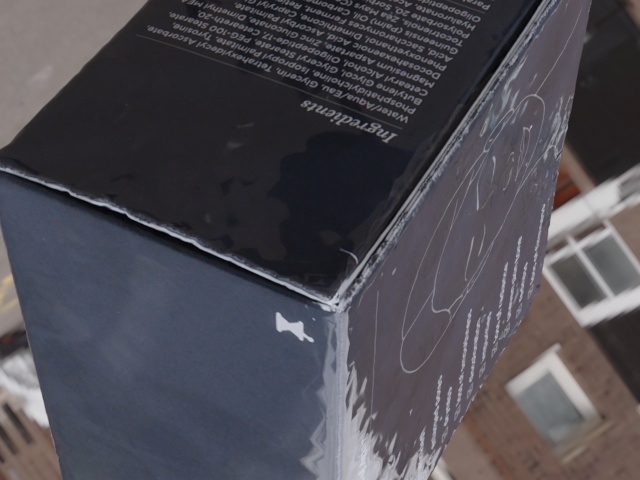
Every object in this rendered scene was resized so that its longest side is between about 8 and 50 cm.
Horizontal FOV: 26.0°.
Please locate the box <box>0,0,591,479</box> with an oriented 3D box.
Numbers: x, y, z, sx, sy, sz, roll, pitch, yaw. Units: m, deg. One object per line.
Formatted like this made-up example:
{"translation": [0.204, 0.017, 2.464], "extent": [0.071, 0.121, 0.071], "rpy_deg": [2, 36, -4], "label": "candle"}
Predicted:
{"translation": [0.000, 0.000, 1.210], "extent": [0.472, 0.297, 0.480], "rpy_deg": [-56, 158, -37], "label": "box"}
